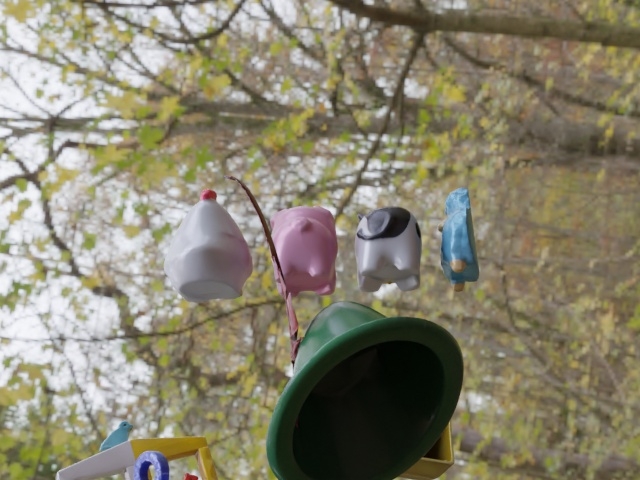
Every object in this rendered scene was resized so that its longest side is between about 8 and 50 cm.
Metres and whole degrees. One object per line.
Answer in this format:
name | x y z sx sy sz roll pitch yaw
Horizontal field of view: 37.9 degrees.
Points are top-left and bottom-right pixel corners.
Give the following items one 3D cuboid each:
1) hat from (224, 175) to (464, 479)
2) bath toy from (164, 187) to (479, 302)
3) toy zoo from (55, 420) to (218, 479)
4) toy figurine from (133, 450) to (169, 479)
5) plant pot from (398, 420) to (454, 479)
hat | 0.005 0.082 0.795 0.183 0.173 0.208 49 130 49
bath toy | 0.000 0.000 1.056 0.151 0.349 0.129 90 177 -67
toy zoo | -0.206 0.359 1.140 0.293 0.192 0.030 70 153 24
toy figurine | -0.134 0.264 0.731 0.191 0.363 0.217 21 -126 -40
plant pot | 0.126 0.280 1.257 0.083 0.081 0.081 111 166 -46
